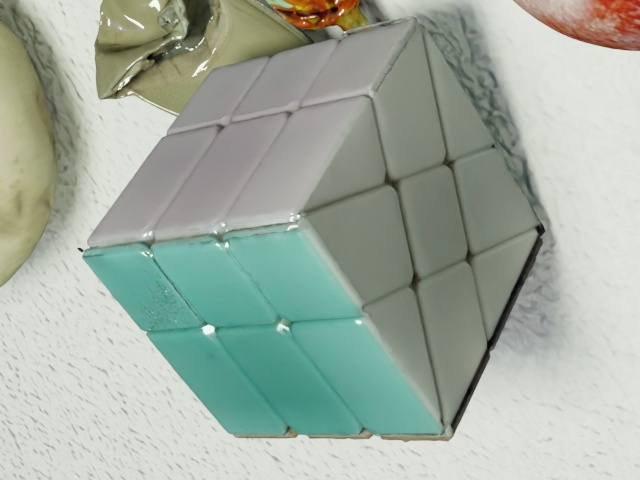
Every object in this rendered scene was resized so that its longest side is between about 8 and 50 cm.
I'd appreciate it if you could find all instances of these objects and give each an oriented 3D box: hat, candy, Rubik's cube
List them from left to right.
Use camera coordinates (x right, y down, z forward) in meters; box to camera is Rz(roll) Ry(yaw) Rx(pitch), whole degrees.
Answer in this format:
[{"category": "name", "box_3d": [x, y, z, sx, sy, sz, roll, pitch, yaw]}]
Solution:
[{"category": "hat", "box_3d": [-0.091, -0.182, 1.230, 0.173, 0.144, 0.166, 12, 134, -24]}, {"category": "Rubik's cube", "box_3d": [0.000, 0.000, 1.110, 0.224, 0.221, 0.231, -6, 132, 40]}, {"category": "candy", "box_3d": [0.057, -0.135, 1.141, 0.078, 0.084, 0.288, -41, 98, 9]}]

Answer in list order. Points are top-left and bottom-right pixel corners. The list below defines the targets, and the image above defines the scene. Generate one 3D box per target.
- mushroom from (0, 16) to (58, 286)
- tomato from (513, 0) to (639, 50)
[{"category": "mushroom", "box_3d": [-0.434, -0.096, 1.371, 0.353, 0.353, 0.325, -35, 61, 42]}, {"category": "tomato", "box_3d": [0.202, -0.248, 0.865, 0.270, 0.227, 0.270, 40, 142, 41]}]
